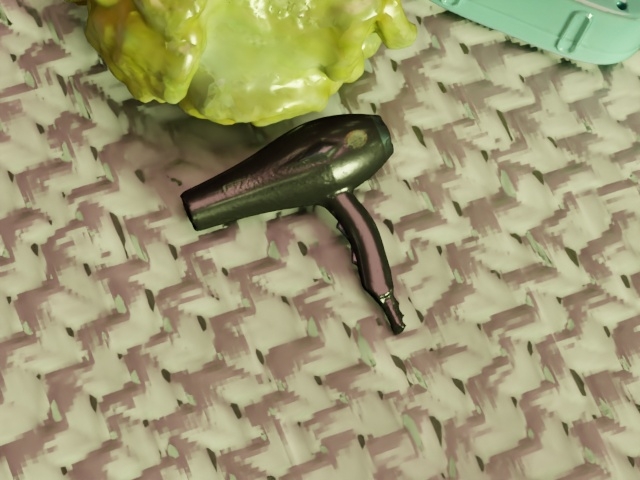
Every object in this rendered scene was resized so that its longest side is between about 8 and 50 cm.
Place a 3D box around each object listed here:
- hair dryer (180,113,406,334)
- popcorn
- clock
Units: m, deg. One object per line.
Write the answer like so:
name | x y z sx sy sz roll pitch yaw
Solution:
hair dryer | 0.000 0.000 0.608 0.079 0.031 0.083 -24 79 -9
popcorn | -0.029 -0.111 0.607 0.135 0.162 0.141 -8 88 -51
clock | 0.098 -0.147 0.684 0.108 0.045 0.147 22 62 -1
